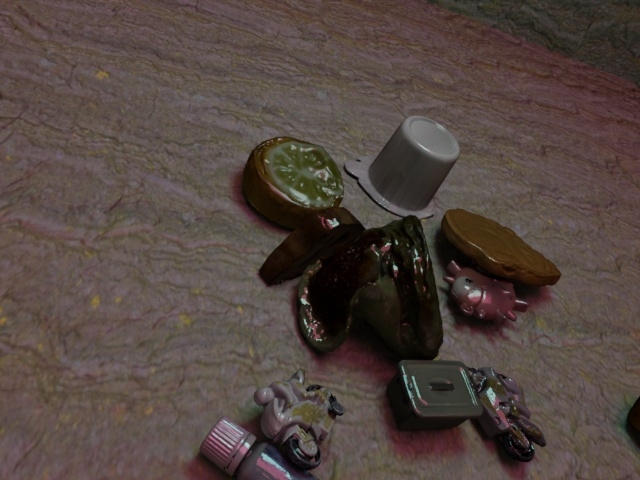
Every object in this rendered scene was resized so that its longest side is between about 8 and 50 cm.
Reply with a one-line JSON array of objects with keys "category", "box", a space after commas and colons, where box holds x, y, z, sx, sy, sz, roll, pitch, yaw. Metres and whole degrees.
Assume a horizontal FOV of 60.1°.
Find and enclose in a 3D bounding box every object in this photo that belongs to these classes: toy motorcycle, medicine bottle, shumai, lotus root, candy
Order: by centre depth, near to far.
[{"category": "medicine bottle", "box": [-0.092, 0.361, 0.869, 0.203, 0.083, 0.083, 36, 42, 6]}, {"category": "toy motorcycle", "box": [-0.043, 0.290, 0.946, 0.151, 0.074, 0.229, 32, 20, 0]}, {"category": "toy motorcycle", "box": [0.381, 0.343, 1.158, 0.152, 0.073, 0.225, -14, 56, -41]}, {"category": "shumai", "box": [0.097, 0.098, 1.178, 0.288, 0.292, 0.330, -13, 37, 8]}, {"category": "lotus root", "box": [0.000, 0.000, 1.228, 0.260, 0.170, 0.074, -17, 62, -45]}, {"category": "candy", "box": [-0.065, -0.144, 1.362, 0.260, 0.118, 0.260, 15, 46, -16]}]

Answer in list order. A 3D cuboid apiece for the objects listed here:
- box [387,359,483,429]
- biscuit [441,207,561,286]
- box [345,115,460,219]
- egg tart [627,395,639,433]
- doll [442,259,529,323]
[{"category": "box", "box": [0.216, 0.308, 1.086, 0.172, 0.093, 0.124, 7, 45, -23]}, {"category": "biscuit", "box": [0.478, 0.011, 1.485, 0.351, 0.057, 0.312, 17, 26, -24]}, {"category": "box", "box": [0.243, -0.230, 1.549, 0.291, 0.206, 0.262, 25, 41, -9]}, {"category": "egg tart", "box": [0.818, 0.399, 1.252, 0.171, 0.215, 0.215, 38, 41, 27]}, {"category": "doll", "box": [0.410, 0.121, 1.377, 0.262, 0.093, 0.211, -23, 54, -40]}]
